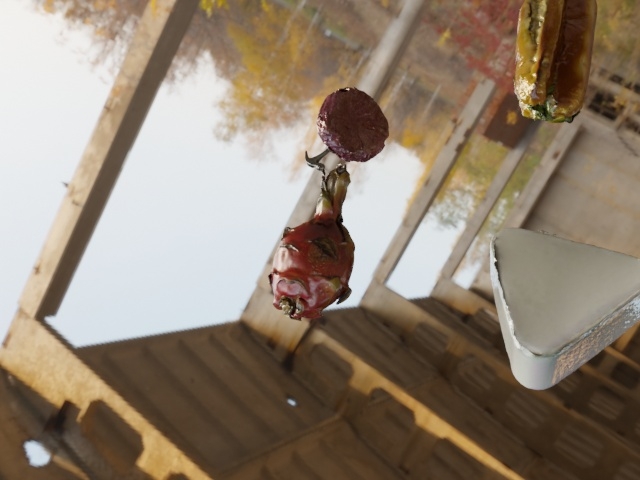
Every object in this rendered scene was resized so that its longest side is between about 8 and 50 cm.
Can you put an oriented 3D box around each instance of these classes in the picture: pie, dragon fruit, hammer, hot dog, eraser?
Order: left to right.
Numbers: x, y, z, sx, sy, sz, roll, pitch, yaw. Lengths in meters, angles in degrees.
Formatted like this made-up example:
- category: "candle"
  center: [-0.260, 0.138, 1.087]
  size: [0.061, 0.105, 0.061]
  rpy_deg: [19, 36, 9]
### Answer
- category: "dragon fruit"
  center: [0.000, 0.000, 1.134]
  size: [0.125, 0.246, 0.125]
  rpy_deg: [12, 177, 5]
- category: "hammer"
  center: [0.042, -0.236, 1.826]
  size: [0.078, 0.201, 0.021]
  rpy_deg: [30, 149, 40]
- category: "pie"
  center: [0.061, -0.210, 1.376]
  size: [0.153, 0.038, 0.154]
  rpy_deg: [14, -117, -29]
- category: "eraser"
  center: [0.474, 0.148, 1.551]
  size: [0.331, 0.331, 0.150]
  rpy_deg: [37, 155, 34]
- category: "hot dog"
  center: [0.317, -0.267, 1.035]
  size: [0.115, 0.269, 0.072]
  rpy_deg: [36, 146, -22]
